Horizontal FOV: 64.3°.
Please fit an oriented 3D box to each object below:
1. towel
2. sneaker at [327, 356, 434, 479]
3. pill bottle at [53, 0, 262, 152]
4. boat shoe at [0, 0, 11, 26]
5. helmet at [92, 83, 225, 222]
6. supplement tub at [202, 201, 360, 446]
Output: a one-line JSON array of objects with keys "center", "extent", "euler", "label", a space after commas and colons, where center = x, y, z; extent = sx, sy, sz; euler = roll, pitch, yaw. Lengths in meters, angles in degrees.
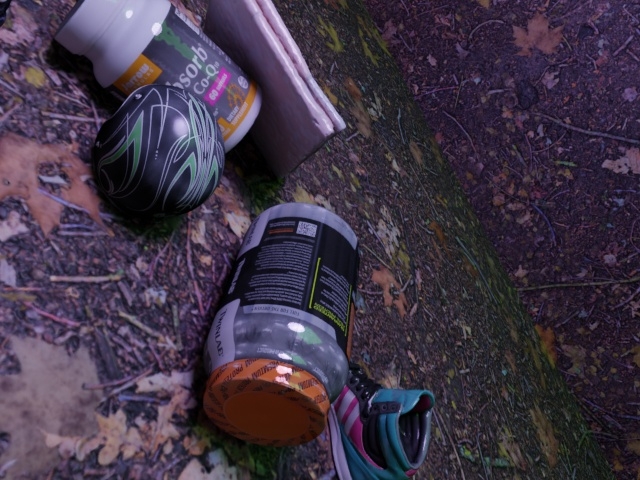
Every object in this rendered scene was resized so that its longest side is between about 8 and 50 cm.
[{"center": [-0.102, -0.280, 0.894], "extent": [0.053, 0.332, 0.317], "euler": [-34, 97, -18], "label": "towel"}, {"center": [0.086, 0.250, 0.823], "extent": [0.124, 0.178, 0.295], "euler": [10, 57, -54], "label": "sneaker"}, {"center": [-0.237, -0.261, 0.776], "extent": [0.278, 0.162, 0.162], "euler": [36, 38, -36], "label": "pill bottle"}, {"center": [-0.462, -0.326, 0.484], "extent": [0.340, 0.158, 0.127], "euler": [5, 61, -56], "label": "boat shoe"}, {"center": [-0.210, -0.119, 0.693], "extent": [0.169, 0.161, 0.169], "euler": [35, 40, -36], "label": "helmet"}, {"center": [-0.048, 0.107, 0.723], "extent": [0.193, 0.193, 0.316], "euler": [46, 32, -26], "label": "supplement tub"}]
